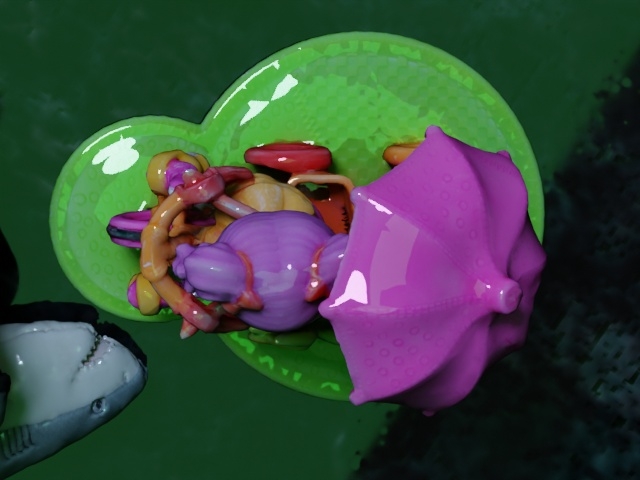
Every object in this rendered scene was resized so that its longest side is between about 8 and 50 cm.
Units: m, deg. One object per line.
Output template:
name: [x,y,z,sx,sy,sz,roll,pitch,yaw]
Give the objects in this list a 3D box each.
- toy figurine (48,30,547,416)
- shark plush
toy figurine: [0.000,0.000,0.552,0.173,0.159,0.130,1,96,-6]
shark plush: [-0.130,0.089,0.604,0.067,0.073,0.161,39,86,-39]
